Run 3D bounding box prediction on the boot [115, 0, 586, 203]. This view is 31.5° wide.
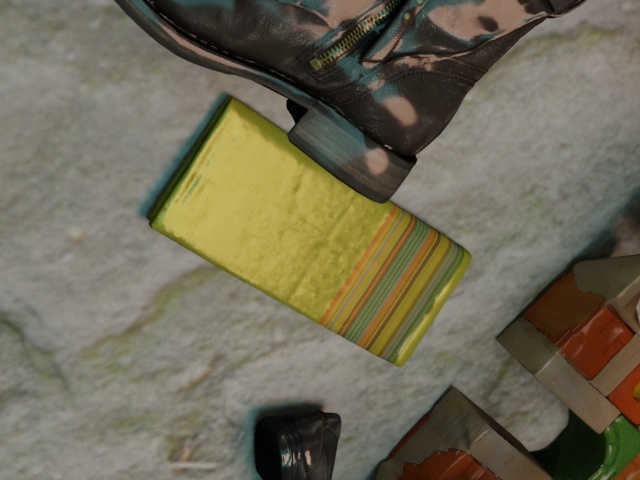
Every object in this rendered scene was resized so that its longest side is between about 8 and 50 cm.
[{"bbox_3d":[0.028,-0.165,0.550,0.263,0.091,0.229,36,106,-25],"label":"boot"}]

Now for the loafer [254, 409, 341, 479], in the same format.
[{"bbox_3d":[-0.012,0.206,0.859,0.061,0.062,0.170,-11,119,-25],"label":"loafer"}]

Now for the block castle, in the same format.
[{"bbox_3d":[0.243,0.219,0.838,0.453,0.303,0.213,-47,126,3],"label":"block castle"}]

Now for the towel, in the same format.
[{"bbox_3d":[0.000,0.000,0.789,0.237,0.021,0.102,31,93,-32],"label":"towel"}]
